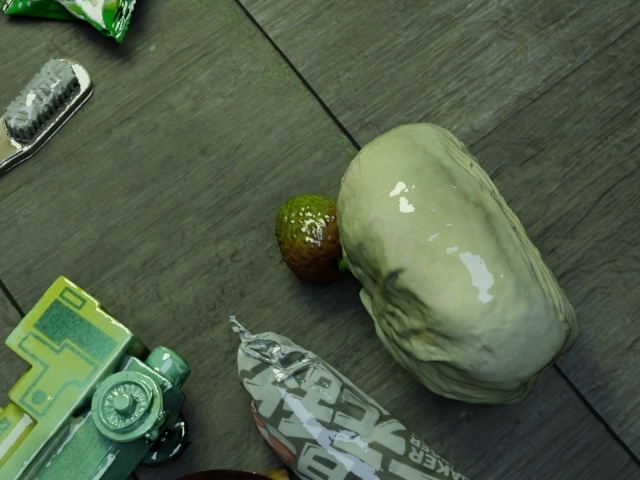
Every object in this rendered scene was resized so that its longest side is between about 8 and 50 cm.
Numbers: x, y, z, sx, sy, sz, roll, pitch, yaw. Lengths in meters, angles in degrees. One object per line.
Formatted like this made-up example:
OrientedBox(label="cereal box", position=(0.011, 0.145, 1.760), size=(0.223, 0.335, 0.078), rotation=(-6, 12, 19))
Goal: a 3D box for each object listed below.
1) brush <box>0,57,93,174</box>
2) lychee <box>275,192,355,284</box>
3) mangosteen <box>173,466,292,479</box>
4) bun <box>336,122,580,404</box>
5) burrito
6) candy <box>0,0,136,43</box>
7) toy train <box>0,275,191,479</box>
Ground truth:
OrientedBox(label="brush", position=(-0.429, -0.124, 1.224), size=(0.070, 0.065, 0.327), rotation=(37, 75, 6))
OrientedBox(label="lychee", position=(0.000, 0.000, 1.177), size=(0.114, 0.114, 0.146), rotation=(-37, 59, -13))
OrientedBox(label="mangosteen", position=(-0.096, 0.341, 1.026), size=(0.236, 0.235, 0.261), rotation=(22, 34, 4))
OrientedBox(label="bun", position=(0.150, 0.042, 1.082), size=(0.213, 0.361, 0.361), rotation=(-34, 75, 13))
OrientedBox(label="burrito", position=(0.038, 0.255, 1.104), size=(0.445, 0.101, 0.139), rotation=(40, 73, 9))
OrientedBox(label="candy", position=(-0.343, -0.356, 1.297), size=(0.203, 0.078, 0.141), rotation=(18, 61, 15))
OrientedBox(label="toy train", position=(-0.321, 0.250, 1.070), size=(0.237, 0.150, 0.369), rotation=(33, 73, 16))
